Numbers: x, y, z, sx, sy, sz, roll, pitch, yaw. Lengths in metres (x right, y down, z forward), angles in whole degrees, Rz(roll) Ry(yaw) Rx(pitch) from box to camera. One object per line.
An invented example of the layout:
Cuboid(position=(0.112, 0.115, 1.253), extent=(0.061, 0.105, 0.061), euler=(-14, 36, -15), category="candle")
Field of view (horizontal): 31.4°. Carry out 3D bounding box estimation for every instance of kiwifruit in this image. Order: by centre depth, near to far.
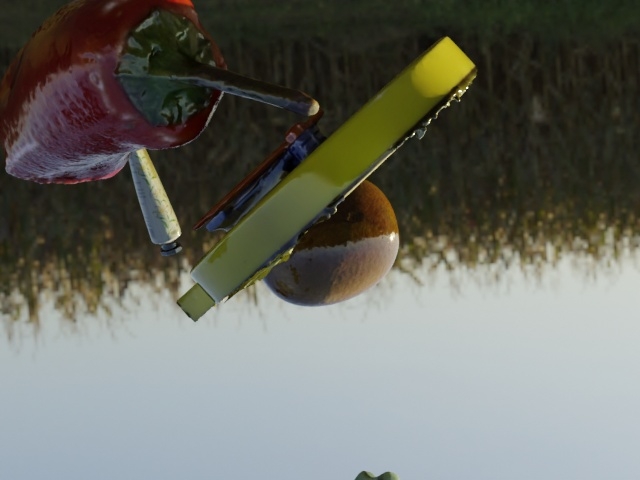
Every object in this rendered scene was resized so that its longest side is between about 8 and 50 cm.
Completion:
Cuboid(position=(0.000, 0.000, 1.725), extent=(0.234, 0.196, 0.196), euler=(-13, -174, -26), category="kiwifruit")

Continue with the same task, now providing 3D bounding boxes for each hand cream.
Cuboid(position=(-0.228, -0.072, 1.518), extent=(0.042, 0.194, 0.067), euler=(-16, -160, 0), category="hand cream")

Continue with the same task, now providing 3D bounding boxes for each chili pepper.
Cuboid(position=(-0.141, -0.127, 0.837), extent=(0.135, 0.131, 0.338), euler=(-1, 175, -30), category="chili pepper")

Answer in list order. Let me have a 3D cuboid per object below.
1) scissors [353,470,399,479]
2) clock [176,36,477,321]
Cuboid(position=(-0.003, 0.400, 1.188), extent=(0.029, 0.360, 0.191), euler=(20, -151, -17), category="scissors")
Cuboid(position=(-0.001, -0.062, 0.908), extent=(0.277, 0.071, 0.293), euler=(-45, -176, -38), category="clock")
